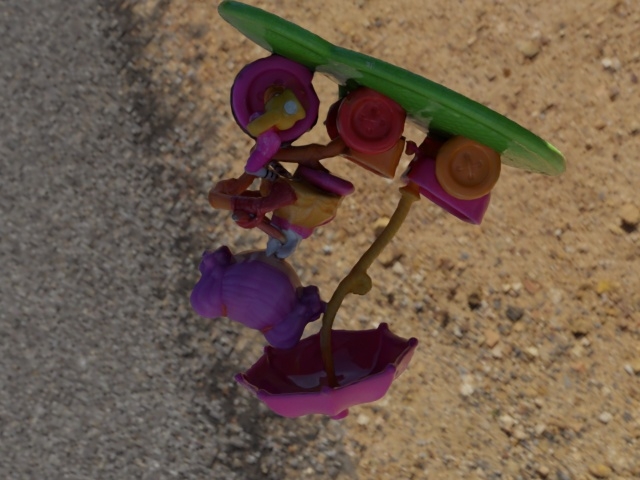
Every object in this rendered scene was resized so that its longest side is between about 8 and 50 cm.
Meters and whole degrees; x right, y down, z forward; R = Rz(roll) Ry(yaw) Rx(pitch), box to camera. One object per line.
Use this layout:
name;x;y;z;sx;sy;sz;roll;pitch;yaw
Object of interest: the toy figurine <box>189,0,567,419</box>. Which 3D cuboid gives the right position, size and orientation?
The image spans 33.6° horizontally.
toy figurine;0.000;0.000;0.483;0.159;0.173;0.130;-64;9;2
